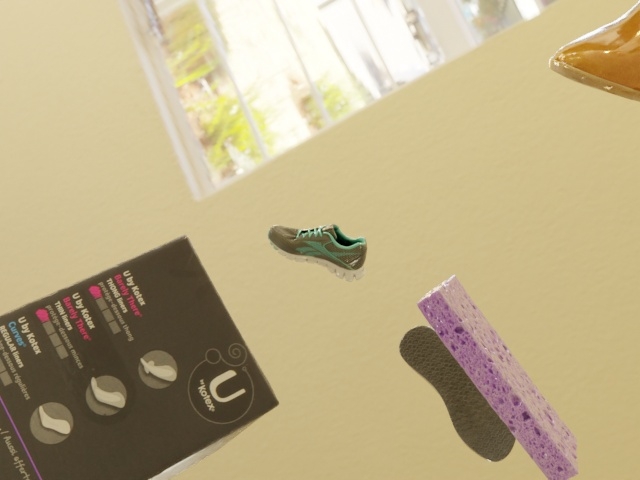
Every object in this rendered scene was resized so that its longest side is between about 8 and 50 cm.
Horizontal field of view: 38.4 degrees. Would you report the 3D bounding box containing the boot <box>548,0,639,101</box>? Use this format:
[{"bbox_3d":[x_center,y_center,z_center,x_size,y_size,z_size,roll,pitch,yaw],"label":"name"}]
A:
[{"bbox_3d":[0.316,-0.230,0.761,0.295,0.211,0.104,-13,39,-39],"label":"boot"}]

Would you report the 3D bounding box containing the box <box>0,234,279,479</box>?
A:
[{"bbox_3d":[-0.191,0.132,0.637,0.143,0.270,0.165,59,-28,9],"label":"box"}]

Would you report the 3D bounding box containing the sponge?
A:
[{"bbox_3d":[0.173,0.130,0.890,0.210,0.031,0.117,54,15,7],"label":"sponge"}]

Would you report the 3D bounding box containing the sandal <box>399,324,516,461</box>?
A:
[{"bbox_3d":[0.227,0.239,1.470,0.254,0.097,0.054,54,-1,29],"label":"sandal"}]

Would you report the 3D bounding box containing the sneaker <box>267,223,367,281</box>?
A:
[{"bbox_3d":[0.000,0.000,1.446,0.166,0.076,0.065,19,34,0],"label":"sneaker"}]
